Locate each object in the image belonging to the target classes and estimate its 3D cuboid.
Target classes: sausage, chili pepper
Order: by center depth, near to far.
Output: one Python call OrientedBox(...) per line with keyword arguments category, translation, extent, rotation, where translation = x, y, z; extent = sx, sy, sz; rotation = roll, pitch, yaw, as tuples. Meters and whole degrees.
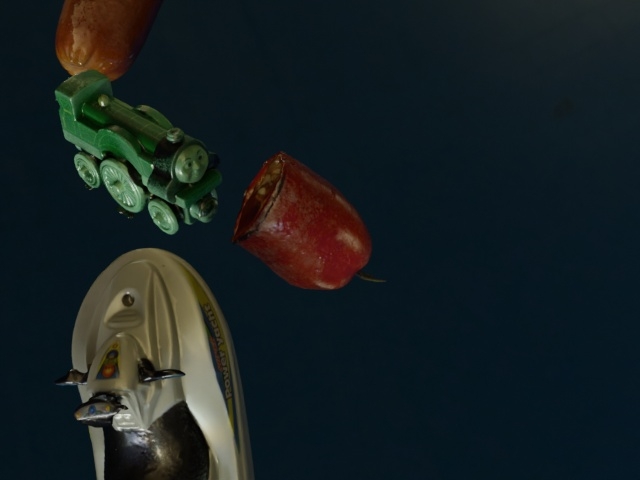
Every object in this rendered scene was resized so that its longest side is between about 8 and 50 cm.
OrientedBox(category="chili pepper", translation=(0.000, 0.000, 1.006), extent=(0.086, 0.192, 0.084), rotation=(-29, -131, 26))
OrientedBox(category="sausage", translation=(-0.191, -0.292, 1.205), extent=(0.089, 0.083, 0.300), rotation=(36, -118, -26))

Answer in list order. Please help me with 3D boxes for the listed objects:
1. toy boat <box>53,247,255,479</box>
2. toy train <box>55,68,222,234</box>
OrientedBox(category="toy boat", translation=(-0.128, 0.149, 0.876), extent=(0.140, 0.269, 0.141), rotation=(-11, -165, 3))
OrientedBox(category="toy train", translation=(-0.162, -0.079, 1.047), extent=(0.178, 0.105, 0.071), rotation=(29, -129, 31))
